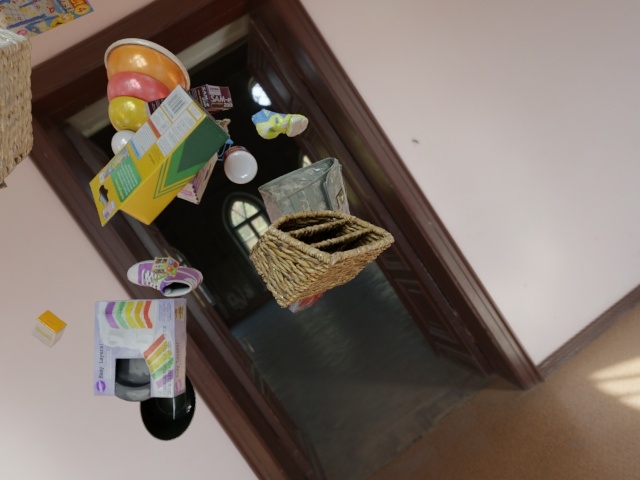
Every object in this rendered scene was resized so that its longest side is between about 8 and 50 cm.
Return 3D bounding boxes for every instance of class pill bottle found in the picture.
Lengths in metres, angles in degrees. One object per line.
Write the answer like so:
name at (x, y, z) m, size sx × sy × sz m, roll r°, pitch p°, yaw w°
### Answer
pill bottle at (-0.223, -0.210, 1.184) m, size 0.086 × 0.086 × 0.152 m, roll -34°, pitch 24°, yaw -2°

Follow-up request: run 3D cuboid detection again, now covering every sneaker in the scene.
sneaker at (-0.593, 0.142, 1.595) m, size 0.282 × 0.102 × 0.161 m, roll 3°, pitch 14°, yaw 2°
sneaker at (-0.157, -0.460, 1.649) m, size 0.240 × 0.126 × 0.091 m, roll -22°, pitch -27°, yaw -46°

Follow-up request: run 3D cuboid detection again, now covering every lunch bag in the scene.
lunch bag at (-0.024, -0.118, 1.452) m, size 0.287 × 0.235 × 0.169 m, roll -31°, pitch 36°, yaw -21°

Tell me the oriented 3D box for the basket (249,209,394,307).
basket at (0.000, 0.000, 1.106) m, size 0.299 × 0.213 × 0.223 m, roll -15°, pitch -24°, yaw -48°

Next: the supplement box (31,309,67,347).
supplement box at (-0.697, 0.228, 1.115) m, size 0.098 × 0.062 × 0.036 m, roll -44°, pitch 9°, yaw 39°

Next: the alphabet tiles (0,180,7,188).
alphabet tiles at (-1.036, -0.222, 1.201) m, size 0.198 × 0.237 × 0.009 m, roll -26°, pitch 35°, yaw -26°

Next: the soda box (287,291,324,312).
soda box at (-0.068, 0.207, 1.682) m, size 0.083 × 0.092 × 0.263 m, roll -55°, pitch -14°, yaw 8°

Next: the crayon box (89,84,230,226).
crayon box at (-0.373, -0.181, 0.990) m, size 0.323 × 0.203 × 0.083 m, roll -45°, pitch -42°, yaw 4°

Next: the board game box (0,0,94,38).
board game box at (-0.999, -0.856, 1.512) m, size 0.302 × 0.086 × 0.308 m, roll -29°, pitch 5°, yaw -9°

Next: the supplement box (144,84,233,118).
supplement box at (-0.419, -0.432, 1.389) m, size 0.240 × 0.073 × 0.130 m, roll -8°, pitch 13°, yaw 22°

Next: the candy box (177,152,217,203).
candy box at (-0.352, -0.210, 1.220) m, size 0.196 × 0.070 × 0.164 m, roll 135°, pitch 154°, yaw -74°

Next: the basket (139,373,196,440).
basket at (-0.461, 0.486, 1.346) m, size 0.154 × 0.204 × 0.227 m, roll -4°, pitch -10°, yaw -15°

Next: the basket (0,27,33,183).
basket at (-0.833, -0.316, 0.933) m, size 0.266 × 0.331 × 0.328 m, roll -102°, pitch 28°, yaw -56°

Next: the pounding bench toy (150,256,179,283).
pounding bench toy at (-0.505, 0.100, 1.408) m, size 0.065 × 0.083 × 0.052 m, roll -2°, pitch -28°, yaw 22°

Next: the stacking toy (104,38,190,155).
stacking toy at (-0.759, -0.544, 1.792) m, size 0.351 × 0.351 × 0.479 m, roll -30°, pitch 48°, yaw 51°

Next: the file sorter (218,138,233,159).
file sorter at (-0.519, -0.468, 2.066) m, size 0.118 × 0.170 × 0.104 m, roll -3°, pitch -53°, yaw -45°

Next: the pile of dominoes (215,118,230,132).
pile of dominoes at (-0.457, -0.385, 1.551) m, size 0.251 × 0.040 × 0.196 m, roll -5°, pitch 44°, yaw 6°

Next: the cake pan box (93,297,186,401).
cake pan box at (-0.486, 0.290, 1.169) m, size 0.246 × 0.266 × 0.070 m, roll -2°, pitch -6°, yaw 14°
